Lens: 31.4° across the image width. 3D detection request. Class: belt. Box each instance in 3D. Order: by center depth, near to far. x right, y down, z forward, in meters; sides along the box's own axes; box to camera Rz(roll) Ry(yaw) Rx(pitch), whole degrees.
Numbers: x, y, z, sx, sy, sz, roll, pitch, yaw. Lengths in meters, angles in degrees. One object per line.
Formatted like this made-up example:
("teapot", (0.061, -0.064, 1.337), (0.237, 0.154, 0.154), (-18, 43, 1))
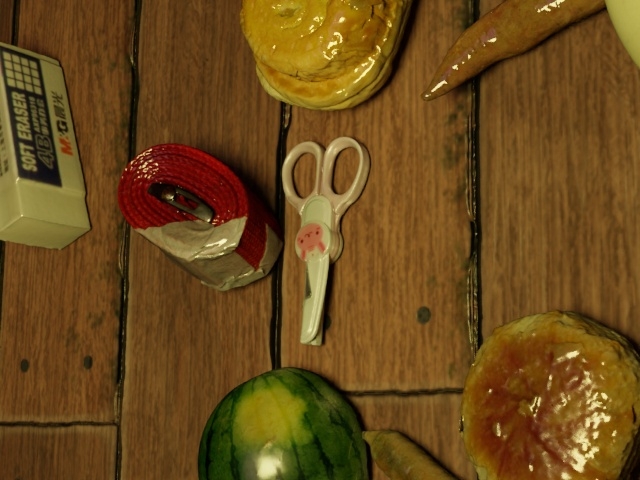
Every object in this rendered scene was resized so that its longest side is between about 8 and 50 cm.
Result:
("belt", (-0.140, -0.026, 1.370), (0.201, 0.124, 0.128), (31, 81, 32))

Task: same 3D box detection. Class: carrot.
("carrot", (0.155, 0.283, 1.121), (0.342, 0.070, 0.070), (40, 106, 38))

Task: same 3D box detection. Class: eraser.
("eraser", (-0.409, -0.133, 1.592), (0.081, 0.124, 0.279), (-28, 66, 31))

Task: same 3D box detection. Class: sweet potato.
("sweet potato", (0.222, -0.232, 1.169), (0.281, 0.059, 0.067), (-33, 51, 27))

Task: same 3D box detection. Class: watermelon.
("watermelon", (-0.054, 0.256, 1.247), (0.204, 0.127, 0.232), (-11, 80, 32))

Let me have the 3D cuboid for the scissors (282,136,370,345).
("scissors", (0.000, 0.000, 1.313), (0.118, 0.030, 0.242), (-5, 74, 37))

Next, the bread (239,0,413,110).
("bread", (0.010, -0.267, 1.300), (0.198, 0.120, 0.236), (16, 92, 36))

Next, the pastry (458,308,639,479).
("pastry", (0.218, 0.163, 1.076), (0.182, 0.093, 0.193), (25, 97, 40))

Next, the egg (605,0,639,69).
("egg", (0.342, -0.235, 0.997), (0.188, 0.188, 0.254), (-7, 82, 36))
